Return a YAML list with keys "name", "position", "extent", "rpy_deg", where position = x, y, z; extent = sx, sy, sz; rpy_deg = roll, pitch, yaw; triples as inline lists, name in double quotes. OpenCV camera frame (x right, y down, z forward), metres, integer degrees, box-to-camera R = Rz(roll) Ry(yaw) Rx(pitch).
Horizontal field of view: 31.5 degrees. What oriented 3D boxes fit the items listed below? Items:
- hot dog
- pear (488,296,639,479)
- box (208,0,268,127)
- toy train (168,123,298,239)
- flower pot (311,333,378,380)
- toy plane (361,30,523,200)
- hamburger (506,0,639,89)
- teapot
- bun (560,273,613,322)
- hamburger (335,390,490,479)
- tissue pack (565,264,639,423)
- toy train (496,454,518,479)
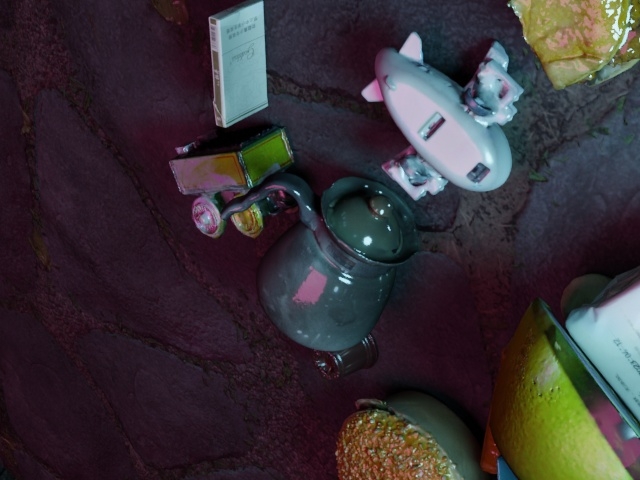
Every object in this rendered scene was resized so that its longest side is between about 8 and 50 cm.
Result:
- name: "hot dog"
  position: [0.312, 0.274, 1.862]
  extent: [0.068, 0.083, 0.289]
  rpy_deg: [16, 130, 14]
- name: "pear"
  position: [0.353, 0.284, 1.539]
  extent: [0.165, 0.399, 0.399]
  rpy_deg: [-38, 85, 9]
- name: "box"
  position: [-0.137, -0.297, 1.895]
  extent: [0.029, 0.109, 0.198]
  rpy_deg: [25, 132, 33]
- name: "toy train"
  position: [-0.147, -0.104, 2.021]
  extent: [0.260, 0.134, 0.178]
  rpy_deg: [-1, 115, 46]
- name: "flower pot"
  position: [0.037, 0.210, 2.085]
  extent: [0.111, 0.089, 0.111]
  rpy_deg: [25, 132, 32]
- name: "toy plane"
  position: [0.176, -0.181, 1.645]
  extent: [0.266, 0.122, 0.267]
  rpy_deg: [10, 110, 29]
- name: "hamburger"
  position: [0.323, -0.324, 1.368]
  extent: [0.245, 0.155, 0.282]
  rpy_deg: [37, 134, 17]
- name: "teapot"
  position: [0.017, -0.005, 1.871]
  extent: [0.305, 0.223, 0.285]
  rpy_deg: [47, 133, 11]
- name: "bun"
  position: [0.400, 0.107, 1.655]
  extent: [0.115, 0.069, 0.115]
  rpy_deg: [25, 132, 32]
- name: "hamburger"
  position: [0.159, 0.414, 2.022]
  extent: [0.302, 0.170, 0.302]
  rpy_deg: [33, 138, 36]
- name: "tissue pack"
  position: [0.531, 0.164, 1.460]
  extent: [0.356, 0.194, 0.266]
  rpy_deg: [53, 145, 5]
- name: "toy train"
  position: [0.360, 0.372, 1.790]
  extent: [0.107, 0.197, 0.155]
  rpy_deg: [4, 106, 43]
